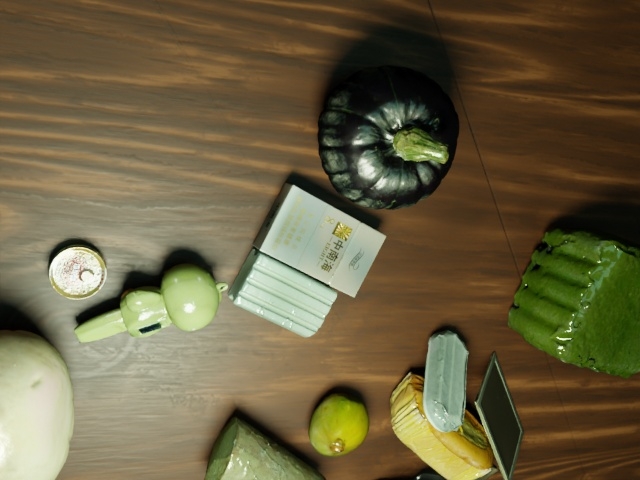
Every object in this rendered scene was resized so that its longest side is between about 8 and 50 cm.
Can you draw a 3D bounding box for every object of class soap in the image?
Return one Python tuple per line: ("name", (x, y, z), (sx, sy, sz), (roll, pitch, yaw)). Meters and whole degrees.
("soap", (-0.078, 0.114, 1.425), (0.198, 0.066, 0.119), (29, 91, -22))

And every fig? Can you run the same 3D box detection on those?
("fig", (0.040, 0.409, 1.499), (0.153, 0.120, 0.136), (-45, 119, -34))

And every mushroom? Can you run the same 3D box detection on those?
("mushroom", (-0.561, 0.287, 1.181), (0.315, 0.356, 0.315), (-30, 152, -18))

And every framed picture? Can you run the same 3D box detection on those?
("framed picture", (0.432, 0.427, 1.632), (0.197, 0.014, 0.252), (-47, 120, -52))

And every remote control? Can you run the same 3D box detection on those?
("remote control", (0.285, 0.311, 1.526), (0.104, 0.052, 0.247), (34, 45, -22))

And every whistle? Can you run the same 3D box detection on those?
("whistle", (-0.326, 0.119, 1.324), (0.294, 0.141, 0.141), (-7, 103, -1))

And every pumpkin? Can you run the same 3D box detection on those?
("pumpkin", (0.141, -0.199, 1.337), (0.295, 0.296, 0.296), (-4, 101, -19))

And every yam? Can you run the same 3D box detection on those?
("yam", (-0.121, 0.501, 1.433), (0.268, 0.161, 0.161), (39, 86, -22))

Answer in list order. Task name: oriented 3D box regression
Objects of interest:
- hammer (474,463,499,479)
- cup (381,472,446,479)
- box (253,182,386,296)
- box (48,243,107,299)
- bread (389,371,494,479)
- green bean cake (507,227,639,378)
("hammer", (0.314, 0.634, 1.636), (0.125, 0.027, 0.297), (34, 107, -25))
("cup", (0.200, 0.629, 1.563), (0.223, 0.176, 0.169), (-44, 113, -25))
("box", (0.000, 0.000, 1.432), (0.243, 0.067, 0.155), (26, 92, -22))
("box", (-0.462, 0.059, 1.293), (0.105, 0.037, 0.106), (-4, 102, -19))
("bread", (0.279, 0.438, 1.574), (0.119, 0.152, 0.288), (-39, 113, 21))
("green bean cake", (0.658, 0.147, 1.631), (0.319, 0.218, 0.335), (19, 99, -29))
